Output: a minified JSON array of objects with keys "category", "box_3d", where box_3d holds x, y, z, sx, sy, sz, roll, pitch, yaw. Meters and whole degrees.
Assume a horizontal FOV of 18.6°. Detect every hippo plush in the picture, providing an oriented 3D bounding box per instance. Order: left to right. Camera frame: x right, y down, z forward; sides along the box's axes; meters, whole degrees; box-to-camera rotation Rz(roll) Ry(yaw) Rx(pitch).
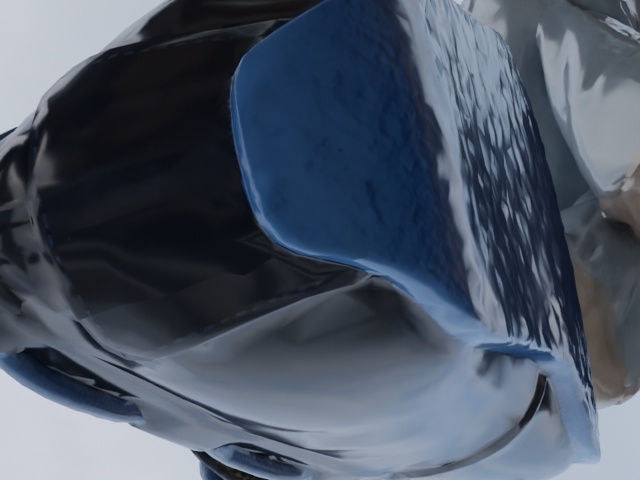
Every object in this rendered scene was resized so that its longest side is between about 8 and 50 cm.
[{"category":"hippo plush","box_3d":[0.148,-0.009,0.918,0.236,0.294,0.234,23,-61,-32]}]

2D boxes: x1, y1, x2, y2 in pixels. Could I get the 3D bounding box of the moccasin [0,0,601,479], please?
[{"category":"moccasin","box_3d":[0.000,0.000,0.509,0.117,0.342,0.137,-14,-107,11]}]
